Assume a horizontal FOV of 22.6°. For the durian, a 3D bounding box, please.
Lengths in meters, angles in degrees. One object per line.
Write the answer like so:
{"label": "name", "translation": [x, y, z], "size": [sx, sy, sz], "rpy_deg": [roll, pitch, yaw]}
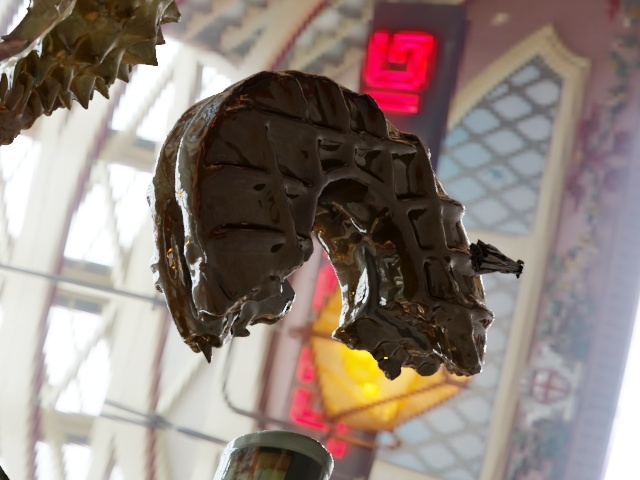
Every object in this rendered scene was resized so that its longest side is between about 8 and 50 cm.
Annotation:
{"label": "durian", "translation": [-0.137, -0.108, 0.912], "size": [0.078, 0.140, 0.224], "rpy_deg": [33, -81, -30]}

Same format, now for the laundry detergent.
{"label": "laundry detergent", "translation": [-0.063, 0.250, 1.209], "size": [0.070, 0.099, 0.225], "rpy_deg": [61, -144, -38]}

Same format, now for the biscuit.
{"label": "biscuit", "translation": [0.003, -0.015, 1.380], "size": [0.366, 0.115, 0.268], "rpy_deg": [14, -120, -47]}

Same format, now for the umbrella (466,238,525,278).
{"label": "umbrella", "translation": [0.153, 0.018, 1.398], "size": [0.083, 0.020, 0.031], "rpy_deg": [20, -117, -51]}

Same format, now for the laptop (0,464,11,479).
{"label": "laptop", "translation": [-0.217, 0.231, 0.950], "size": [0.187, 0.269, 0.015], "rpy_deg": [-44, -17, 21]}
